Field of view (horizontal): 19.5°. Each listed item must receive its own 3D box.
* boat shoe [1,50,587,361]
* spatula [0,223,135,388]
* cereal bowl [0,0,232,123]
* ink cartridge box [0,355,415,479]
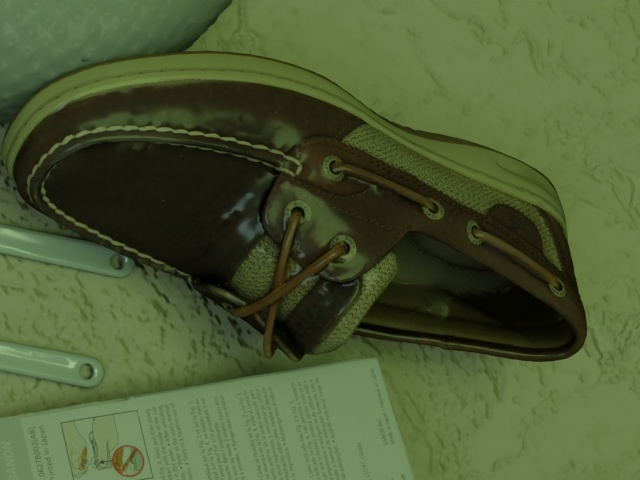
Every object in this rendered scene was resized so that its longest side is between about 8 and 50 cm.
[{"bbox_3d":[0.000,0.000,0.987,0.342,0.123,0.123,16,40,-31],"label":"boat shoe"},{"bbox_3d":[-0.209,0.045,0.948,0.242,0.019,0.168,12,77,-26],"label":"spatula"},{"bbox_3d":[-0.160,-0.233,0.941,0.339,0.141,0.339,3,83,-27],"label":"cereal bowl"},{"bbox_3d":[-0.052,0.165,0.974,0.224,0.056,0.181,-9,68,-19],"label":"ink cartridge box"}]
